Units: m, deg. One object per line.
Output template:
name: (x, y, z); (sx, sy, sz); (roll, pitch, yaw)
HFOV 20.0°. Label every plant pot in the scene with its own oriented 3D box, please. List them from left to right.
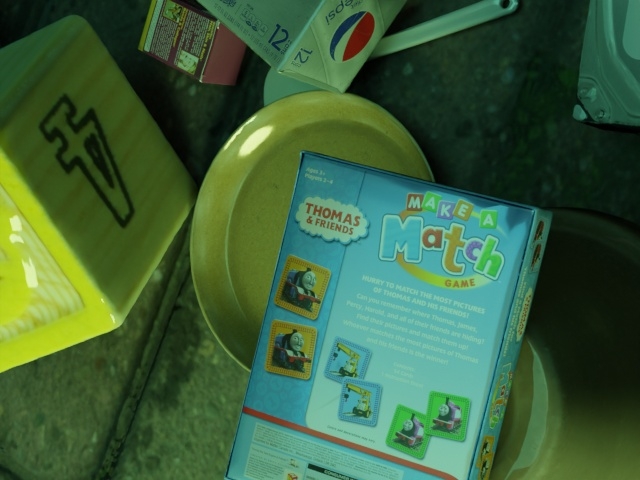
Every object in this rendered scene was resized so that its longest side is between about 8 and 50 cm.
plant pot: (0.000, 0.000, 1.435); (0.236, 0.032, 0.236); (-3, 84, 32)
plant pot: (0.127, 0.100, 1.209); (0.263, 0.229, 0.263); (-2, 86, 26)

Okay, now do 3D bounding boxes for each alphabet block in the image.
alphabet block: (-0.244, -0.032, 1.456); (0.192, 0.197, 0.193); (-22, 114, 31)

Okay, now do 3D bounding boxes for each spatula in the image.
spatula: (0.037, -0.212, 1.438); (0.242, 0.019, 0.168); (-17, 75, 32)

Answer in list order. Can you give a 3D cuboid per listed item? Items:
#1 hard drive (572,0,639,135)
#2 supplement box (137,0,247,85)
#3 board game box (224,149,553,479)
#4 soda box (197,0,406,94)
hard drive: (0.345, -0.175, 1.211); (0.338, 0.064, 0.237); (10, 91, 33)
supplement box: (-0.104, -0.168, 1.505); (0.083, 0.043, 0.055); (31, 108, 37)
board game box: (0.040, 0.065, 1.103); (0.160, 0.039, 0.212); (15, 95, 26)
soda box: (-0.067, -0.236, 1.443); (0.286, 0.091, 0.098); (42, 106, 32)
